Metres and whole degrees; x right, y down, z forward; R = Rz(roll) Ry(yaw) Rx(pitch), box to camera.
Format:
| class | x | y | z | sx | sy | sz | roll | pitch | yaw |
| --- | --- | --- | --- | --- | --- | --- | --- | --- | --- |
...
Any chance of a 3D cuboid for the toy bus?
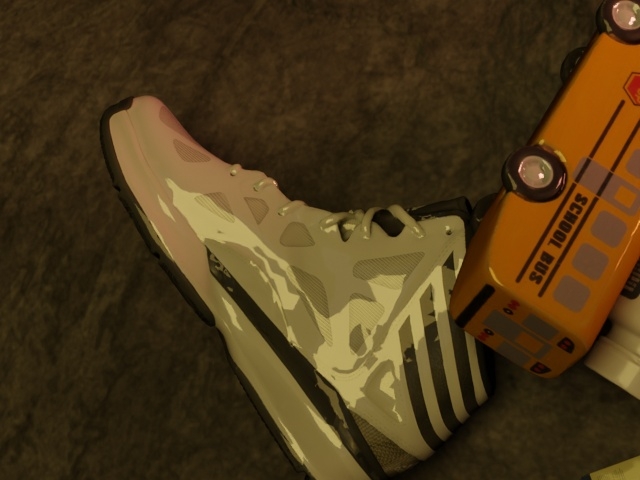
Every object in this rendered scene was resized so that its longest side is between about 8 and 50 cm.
| class | x | y | z | sx | sy | sz | roll | pitch | yaw |
| --- | --- | --- | --- | --- | --- | --- | --- | --- | --- |
| toy bus | 0.224 | -0.060 | 1.206 | 0.130 | 0.108 | 0.332 | 32 | 65 | 3 |

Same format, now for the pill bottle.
| class | x | y | z | sx | sy | sz | roll | pitch | yaw |
| --- | --- | --- | --- | --- | --- | --- | --- | --- | --- |
| pill bottle | 0.298 | 0.047 | 1.197 | 0.108 | 0.108 | 0.180 | 34 | 91 | 27 |

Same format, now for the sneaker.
| class | x | y | z | sx | sy | sz | roll | pitch | yaw |
| --- | --- | --- | --- | --- | --- | --- | --- | --- | --- |
| sneaker | 0.000 | 0.001 | 1.332 | 0.257 | 0.169 | 0.447 | -36 | 73 | 2 |

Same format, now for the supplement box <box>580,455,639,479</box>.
| class | x | y | z | sx | sy | sz | roll | pitch | yaw |
| --- | --- | --- | --- | --- | --- | --- | --- | --- | --- |
| supplement box | 0.266 | 0.208 | 1.181 | 0.083 | 0.083 | 0.056 | -23 | 68 | 16 |
